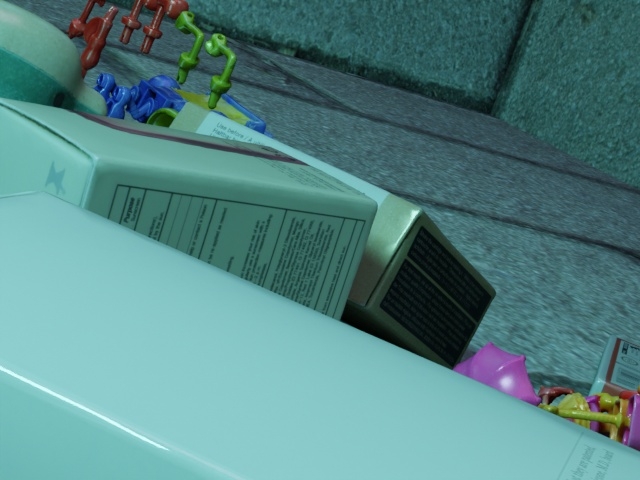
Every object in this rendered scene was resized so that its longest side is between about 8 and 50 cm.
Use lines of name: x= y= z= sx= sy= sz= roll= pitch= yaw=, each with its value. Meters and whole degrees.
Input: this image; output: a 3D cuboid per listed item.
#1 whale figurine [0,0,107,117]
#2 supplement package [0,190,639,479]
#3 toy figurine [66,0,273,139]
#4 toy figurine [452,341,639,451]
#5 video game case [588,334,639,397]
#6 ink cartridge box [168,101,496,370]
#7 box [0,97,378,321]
whale figurine: x=-0.308 y=-0.133 z=1.283 sx=0.216 sy=0.141 sz=0.272 roll=22 pitch=-12 yaw=9
supplement package: x=-0.033 y=0.120 z=0.424 sx=0.293 sy=0.177 sz=0.175 roll=23 pitch=13 yaw=14
toy figurine: x=-0.117 y=-0.144 z=1.446 sx=0.217 sy=0.191 sz=0.362 roll=16 pitch=13 yaw=-39
toy figurine: x=0.163 y=0.120 z=0.932 sx=0.159 sy=0.130 sz=0.173 roll=10 pitch=-10 yaw=1
video game case: x=0.386 y=0.167 z=1.221 sx=0.285 sy=0.025 sz=0.204 roll=22 pitch=12 yaw=12
ink cartridge box: x=0.000 y=0.000 z=1.071 sx=0.234 sy=0.088 sz=0.193 roll=27 pitch=-8 yaw=30
box: x=-0.102 y=0.010 z=0.862 sx=0.232 sy=0.149 sz=0.127 roll=8 pitch=16 yaw=-44
